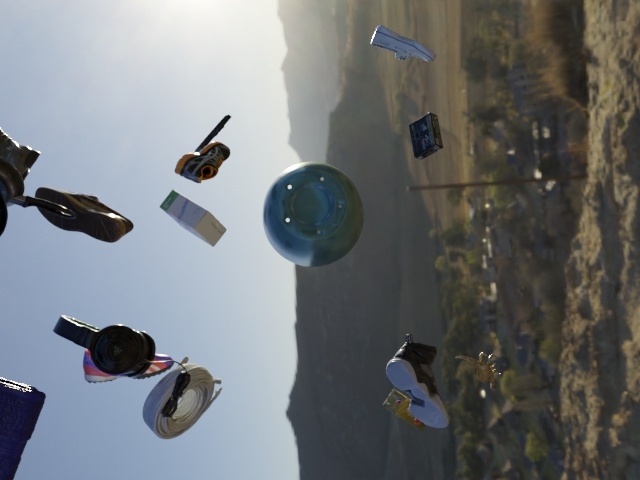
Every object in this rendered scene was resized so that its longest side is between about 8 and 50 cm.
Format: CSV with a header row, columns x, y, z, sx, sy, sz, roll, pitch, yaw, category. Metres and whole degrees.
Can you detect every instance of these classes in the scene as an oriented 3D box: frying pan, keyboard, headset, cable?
x,y,z,sx,sy,sz,roll,pitch,yaw,category
-0.844,-0.112,1.746,0.326,0.197,0.053,49,-154,-36,frying pan
-0.393,-0.396,2.407,0.108,0.023,0.180,-12,39,57,keyboard
-0.540,0.324,1.767,0.243,0.394,0.185,79,-148,-76,headset
-0.457,0.517,2.126,0.257,0.089,0.257,-53,-30,-13,cable

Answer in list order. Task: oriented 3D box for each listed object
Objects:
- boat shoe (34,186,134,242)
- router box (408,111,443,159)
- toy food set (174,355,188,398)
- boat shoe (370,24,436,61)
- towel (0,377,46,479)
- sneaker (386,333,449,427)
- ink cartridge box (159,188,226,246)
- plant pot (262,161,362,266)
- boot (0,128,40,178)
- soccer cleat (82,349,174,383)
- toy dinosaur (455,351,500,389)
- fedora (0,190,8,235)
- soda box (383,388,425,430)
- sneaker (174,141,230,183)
x,y,z,sx,sy,sz,roll,pitch,yaw,category
-0.782,-0.094,2.181,0.123,0.342,0.123,-44,-28,-67,boat shoe
0.334,-0.331,2.078,0.092,0.038,0.122,-26,63,44,router box
-0.504,0.557,2.553,0.192,0.132,0.038,43,-179,37,toy food set
0.277,-0.643,2.211,0.075,0.226,0.083,-62,-14,6,boat shoe
-0.777,0.454,1.462,0.076,0.228,0.308,173,117,-73,towel
0.285,0.376,1.770,0.268,0.101,0.153,54,-136,-23,sneaker
-0.476,-0.084,2.458,0.093,0.212,0.154,-55,-33,-11,ink cartridge box
-0.021,-0.081,1.768,0.235,0.293,0.293,90,174,-84,plant pot
-0.941,-0.234,1.932,0.161,0.083,0.246,33,-155,-25,boot
-0.693,0.435,2.365,0.108,0.318,0.116,-128,34,-75,soccer cleat
0.515,0.398,2.065,0.092,0.183,0.053,-53,15,-27,toy dinosaur
-0.839,-0.125,1.427,0.152,0.334,0.334,-46,36,39,fedora
0.267,0.519,2.006,0.058,0.061,0.181,28,171,46,soda box
-0.319,-0.214,1.862,0.215,0.083,0.084,-39,-20,-50,sneaker
